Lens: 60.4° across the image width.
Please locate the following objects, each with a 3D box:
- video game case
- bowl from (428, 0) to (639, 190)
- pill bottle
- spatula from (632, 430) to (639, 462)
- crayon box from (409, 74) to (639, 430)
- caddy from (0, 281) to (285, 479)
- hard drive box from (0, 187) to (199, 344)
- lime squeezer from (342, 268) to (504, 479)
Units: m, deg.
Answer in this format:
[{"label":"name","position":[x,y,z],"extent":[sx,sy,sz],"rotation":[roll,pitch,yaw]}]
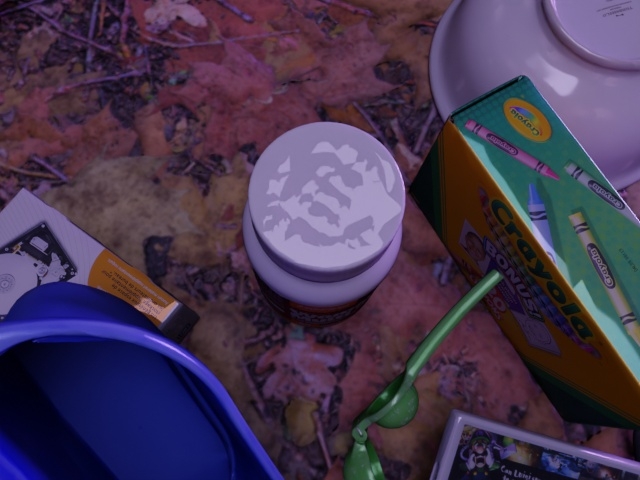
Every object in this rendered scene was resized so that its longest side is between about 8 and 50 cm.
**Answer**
[{"label":"video game case","position":[0.172,0.249,0.459],"extent":[0.190,0.022,0.173],"rotation":[18,89,-7]},{"label":"bowl","position":[0.271,-0.204,0.563],"extent":[0.297,0.134,0.298],"rotation":[1,75,-3]},{"label":"pill bottle","position":[0.000,0.000,0.449],"extent":[0.121,0.221,0.121],"rotation":[1,75,-2]},{"label":"spatula","position":[0.313,0.311,0.477],"extent":[0.084,0.030,0.297],"rotation":[-6,75,-2]},{"label":"crayon box","position":[0.198,0.020,0.482],"extent":[0.081,0.165,0.279],"rotation":[-30,78,-10]},{"label":"caddy","position":[-0.146,0.191,0.343],"extent":[0.241,0.179,0.342],"rotation":[-36,117,-19]},{"label":"hard drive box","position":[-0.252,0.104,0.480],"extent":[0.181,0.089,0.232],"rotation":[34,77,7]},{"label":"lime squeezer","position":[0.078,0.170,0.472],"extent":[0.109,0.059,0.311],"rotation":[9,89,23]}]
